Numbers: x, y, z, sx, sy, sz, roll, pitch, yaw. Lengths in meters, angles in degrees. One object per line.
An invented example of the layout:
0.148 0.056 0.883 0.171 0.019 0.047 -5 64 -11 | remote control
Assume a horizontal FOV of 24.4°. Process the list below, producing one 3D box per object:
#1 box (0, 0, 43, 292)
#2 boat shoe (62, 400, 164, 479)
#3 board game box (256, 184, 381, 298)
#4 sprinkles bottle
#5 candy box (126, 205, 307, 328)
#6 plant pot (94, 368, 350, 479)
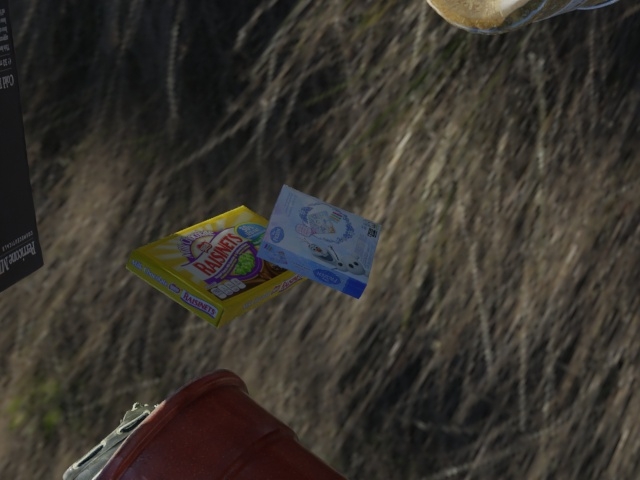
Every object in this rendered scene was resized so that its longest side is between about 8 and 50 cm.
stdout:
-0.386 -0.085 1.204 0.179 0.343 0.312 -3 101 13 | box
-0.205 0.224 1.738 0.070 0.219 0.078 42 160 26 | boat shoe
0.000 0.000 1.201 0.090 0.090 0.020 24 123 -4 | board game box
0.188 -0.244 1.230 0.121 0.355 0.121 5 104 23 | sprinkles bottle
-0.085 0.021 1.393 0.105 0.206 0.027 30 114 17 | candy box
-0.029 0.277 1.083 0.265 0.272 0.272 30 139 18 | plant pot
